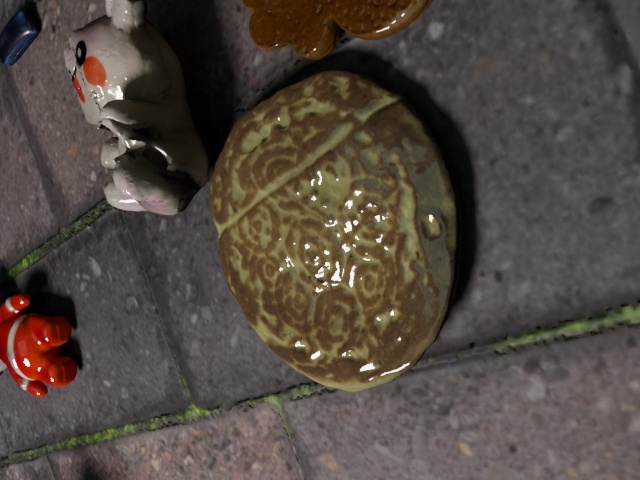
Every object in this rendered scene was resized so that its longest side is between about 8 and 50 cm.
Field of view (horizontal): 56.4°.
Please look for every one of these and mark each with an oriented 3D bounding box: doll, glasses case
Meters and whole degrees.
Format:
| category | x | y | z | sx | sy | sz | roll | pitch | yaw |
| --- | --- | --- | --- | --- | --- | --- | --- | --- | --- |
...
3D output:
| category | x | y | z | sx | sy | sz | roll | pitch | yaw |
| --- | --- | --- | --- | --- | --- | --- | --- | --- | --- |
| doll | -0.419 | 0.135 | 0.796 | 0.245 | 0.076 | 0.142 | 1 | 100 | 34 |
| glasses case | -0.356 | -0.236 | 0.693 | 0.083 | 0.023 | 0.033 | -22 | 88 | 38 |
| doll | -0.157 | -0.114 | 0.517 | 0.149 | 0.095 | 0.192 | -23 | 84 | 69 |

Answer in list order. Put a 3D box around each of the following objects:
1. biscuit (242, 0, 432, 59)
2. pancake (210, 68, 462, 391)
| category | x | y | z | sx | sy | sz | roll | pitch | yaw |
| --- | --- | --- | --- | --- | --- | --- | --- | --- | --- |
| biscuit | 0.014 | -0.194 | 0.417 | 0.175 | 0.026 | 0.124 | -12 | 92 | 38 |
| pancake | 0.000 | 0.000 | 0.468 | 0.250 | 0.031 | 0.250 | 9 | 105 | 36 |
